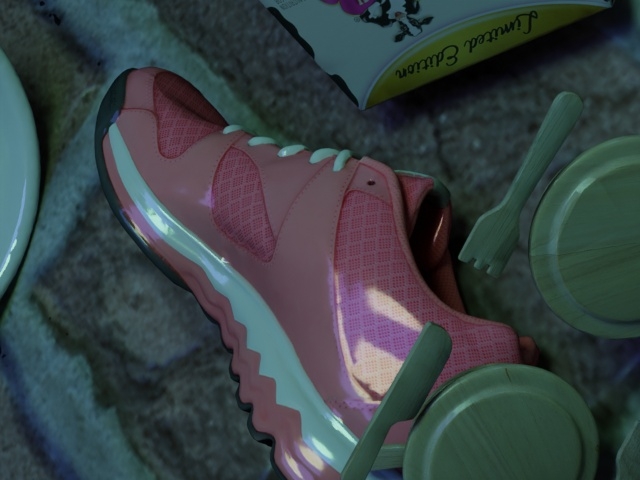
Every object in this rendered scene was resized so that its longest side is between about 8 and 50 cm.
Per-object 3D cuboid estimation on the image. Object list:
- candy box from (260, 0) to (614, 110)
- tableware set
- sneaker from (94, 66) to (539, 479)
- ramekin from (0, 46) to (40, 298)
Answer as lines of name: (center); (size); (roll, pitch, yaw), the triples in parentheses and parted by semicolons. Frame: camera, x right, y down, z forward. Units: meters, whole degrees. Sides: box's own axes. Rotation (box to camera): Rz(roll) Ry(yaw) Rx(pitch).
candy box: (0.015, -0.181, 0.704); (0.159, 0.233, 0.071); (-20, 37, 39)
tableware set: (0.099, 0.041, 0.639); (0.194, 0.128, 0.039); (-61, 18, 10)
sneaker: (0.001, 0.000, 0.765); (0.136, 0.116, 0.314); (-44, 56, 12)
ramekin: (-0.337, -0.045, 0.984); (0.135, 0.277, 0.277); (11, 83, 54)
